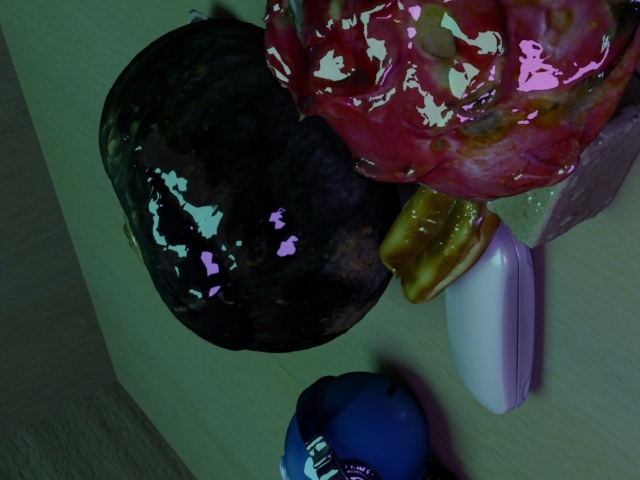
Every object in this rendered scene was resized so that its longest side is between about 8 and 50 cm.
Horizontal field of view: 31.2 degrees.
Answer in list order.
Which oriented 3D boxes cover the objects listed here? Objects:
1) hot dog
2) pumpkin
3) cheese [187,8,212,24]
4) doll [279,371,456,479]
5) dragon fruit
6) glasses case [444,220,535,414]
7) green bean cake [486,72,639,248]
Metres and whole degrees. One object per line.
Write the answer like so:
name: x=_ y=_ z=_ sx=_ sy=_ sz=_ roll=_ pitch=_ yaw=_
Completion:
hot dog: x=0.134 y=-0.007 z=1.256 sx=0.100 sy=0.068 sz=0.249 roll=56 pitch=154 yaw=12
pumpkin: x=-0.087 y=-0.065 z=1.476 sx=0.454 sy=0.344 sz=0.454 roll=60 pitch=172 yaw=15
cheese: x=-0.173 y=-0.267 z=1.806 sx=0.189 sy=0.074 sz=0.286 roll=66 pitch=161 yaw=-5
doll: x=0.077 y=0.344 z=1.737 sx=0.310 sy=0.240 sz=0.284 roll=48 pitch=-161 yaw=0
dragon fruit: x=0.081 y=-0.220 z=0.956 sx=0.371 sy=0.249 sz=0.386 roll=-45 pitch=51 yaw=48
glasses case: x=0.201 y=0.084 z=1.363 sx=0.113 sy=0.075 sz=0.297 roll=45 pitch=150 yaw=45
green bean cake: x=0.230 y=-0.080 z=1.073 sx=0.085 sy=0.109 sz=0.179 roll=54 pitch=155 yaw=24
